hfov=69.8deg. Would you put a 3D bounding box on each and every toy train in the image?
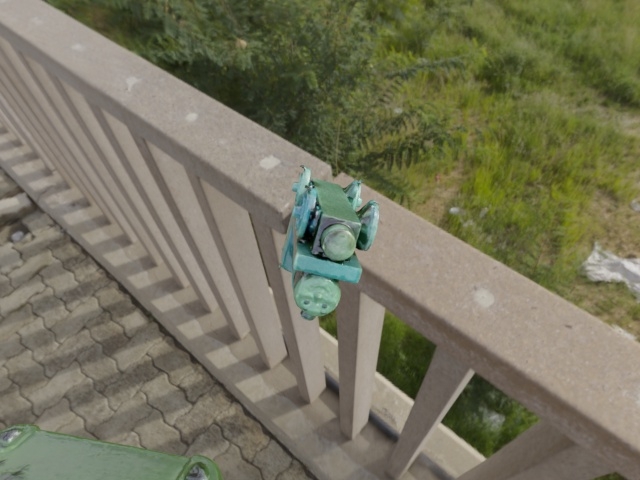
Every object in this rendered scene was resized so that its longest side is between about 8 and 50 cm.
[{"bbox_3d":[0.000,0.000,0.718,0.120,0.194,0.298,14,17,-8],"label":"toy train"}]

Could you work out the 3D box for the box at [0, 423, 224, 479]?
[{"bbox_3d":[-0.239,0.311,0.407,0.328,0.178,0.253,-1,23,17],"label":"box"}]
